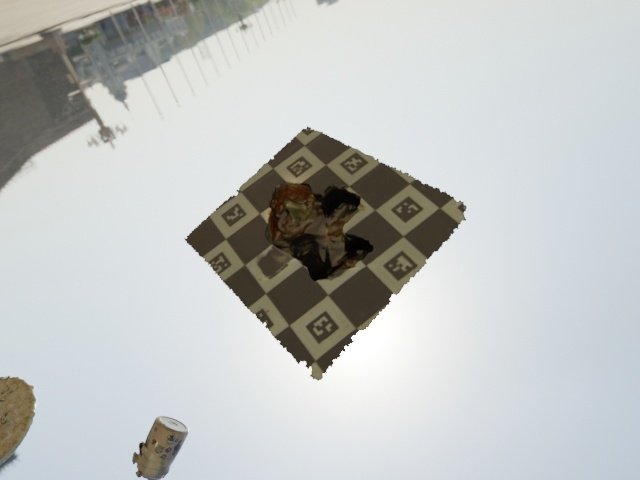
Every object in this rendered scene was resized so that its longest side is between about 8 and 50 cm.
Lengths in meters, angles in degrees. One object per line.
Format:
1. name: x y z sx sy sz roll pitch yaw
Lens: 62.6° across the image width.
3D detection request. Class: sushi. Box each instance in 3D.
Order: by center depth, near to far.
1. sushi: 0.000 0.000 0.486 0.193 0.040 0.210 -45 -126 -12

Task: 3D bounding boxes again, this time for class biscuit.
1. biscuit: -0.478 0.267 0.758 0.152 0.020 0.152 -10 -131 12

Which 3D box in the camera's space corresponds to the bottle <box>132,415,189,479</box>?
1. bottle: -0.396 0.517 1.287 0.099 0.099 0.152 21 -98 52
